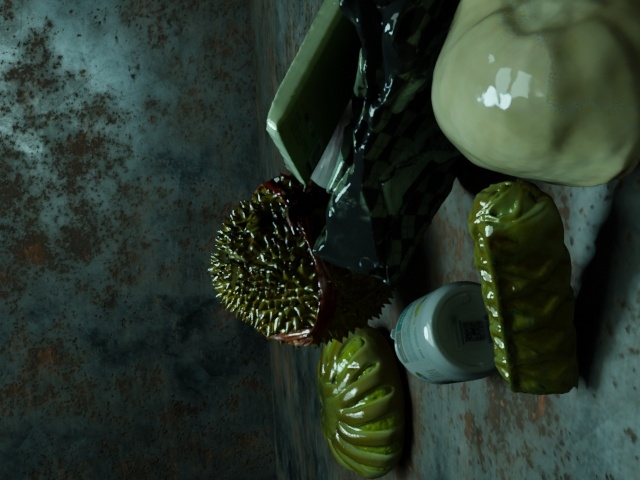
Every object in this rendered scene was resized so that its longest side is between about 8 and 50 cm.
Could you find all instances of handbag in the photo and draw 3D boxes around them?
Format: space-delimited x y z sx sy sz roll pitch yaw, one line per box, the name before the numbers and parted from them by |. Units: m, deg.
handbag | 0.104 -0.182 0.867 0.317 0.180 0.416 -53 -22 -43

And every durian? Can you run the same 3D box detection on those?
durian | -0.019 0.031 1.302 0.347 0.384 0.348 165 90 -82

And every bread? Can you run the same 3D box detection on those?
bread | 0.223 0.054 0.754 0.098 0.087 0.269 -120 9 -59
bread | 0.079 0.351 1.515 0.333 0.160 0.333 174 90 -76

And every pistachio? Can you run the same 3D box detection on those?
pistachio | 0.209 -0.144 0.655 0.214 0.193 0.318 64 180 3

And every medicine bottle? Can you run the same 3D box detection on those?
medicine bottle | 0.181 0.141 1.012 0.215 0.135 0.135 128 135 -72

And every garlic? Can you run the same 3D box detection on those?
garlic | 0.045 -0.208 1.196 0.207 0.207 0.257 178 113 -78

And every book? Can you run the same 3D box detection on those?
book | 0.034 -0.253 0.900 0.352 0.035 0.239 -64 -12 -8
